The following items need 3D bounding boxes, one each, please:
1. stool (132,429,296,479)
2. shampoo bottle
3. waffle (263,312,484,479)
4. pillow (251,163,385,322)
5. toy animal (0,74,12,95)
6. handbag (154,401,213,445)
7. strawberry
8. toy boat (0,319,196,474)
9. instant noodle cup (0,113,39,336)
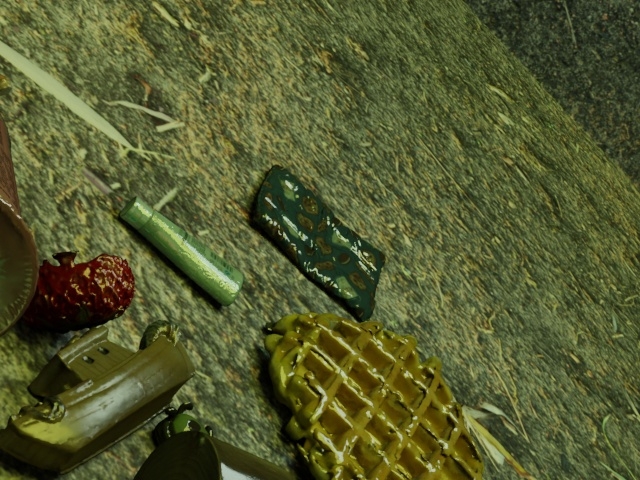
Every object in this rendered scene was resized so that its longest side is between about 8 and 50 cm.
[{"bbox_3d":[-0.068,0.333,1.667,0.264,0.179,0.179,29,33,-34],"label":"stool"},{"bbox_3d":[-0.187,0.012,2.059,0.191,0.041,0.069,40,34,-18],"label":"shampoo bottle"},{"bbox_3d":[0.088,0.261,2.105,0.382,0.095,0.379,15,44,-45],"label":"waffle"},{"bbox_3d":[-0.002,0.000,2.369,0.255,0.034,0.189,43,29,-15],"label":"pillow"},{"bbox_3d":[-0.493,-0.239,1.863,0.184,0.104,0.185,3,55,-56],"label":"toy animal"},{"bbox_3d":[-0.149,0.248,1.802,0.111,0.047,0.072,53,28,14],"label":"handbag"},{"bbox_3d":[-0.282,0.060,1.761,0.145,0.145,0.086,-3,74,-57],"label":"strawberry"},{"bbox_3d":[-0.254,0.165,1.709,0.121,0.089,0.321,47,28,8],"label":"toy boat"},{"bbox_3d":[-0.417,-0.037,1.583,0.243,0.243,0.231,31,25,-31],"label":"instant noodle cup"}]
